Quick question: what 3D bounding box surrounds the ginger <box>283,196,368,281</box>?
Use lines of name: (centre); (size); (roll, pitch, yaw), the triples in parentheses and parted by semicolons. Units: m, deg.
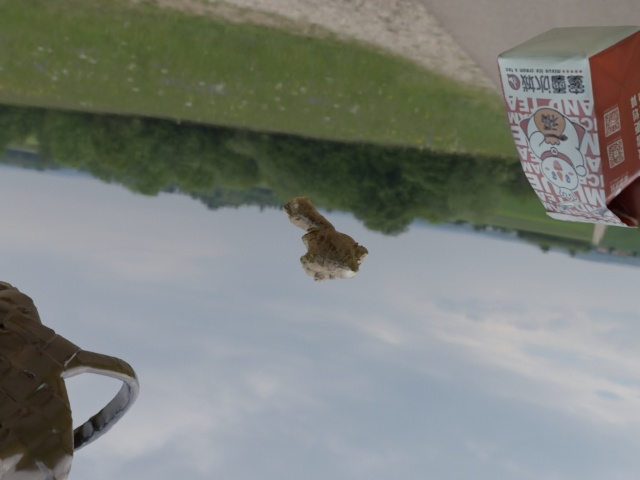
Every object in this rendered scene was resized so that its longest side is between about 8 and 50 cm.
ginger: (-0.005, 0.007, 1.436); (0.165, 0.096, 0.067); (42, 169, 13)

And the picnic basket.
picnic basket: (-0.379, 0.217, 1.112); (0.337, 0.293, 0.337); (35, -151, -23)

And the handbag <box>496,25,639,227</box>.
handbag: (0.386, -0.159, 1.321); (0.151, 0.298, 0.171); (-31, -152, -31)
